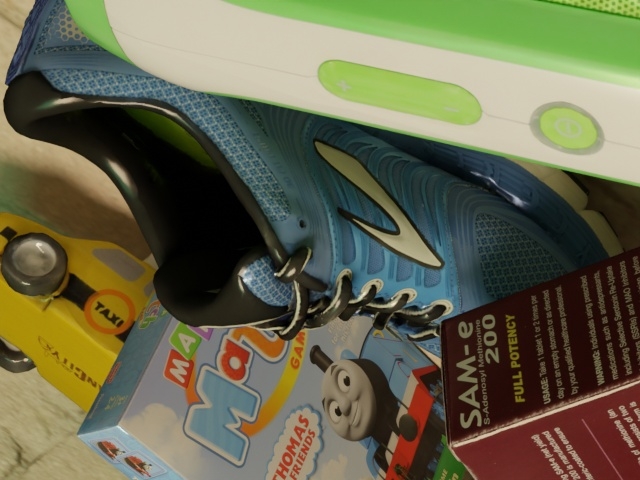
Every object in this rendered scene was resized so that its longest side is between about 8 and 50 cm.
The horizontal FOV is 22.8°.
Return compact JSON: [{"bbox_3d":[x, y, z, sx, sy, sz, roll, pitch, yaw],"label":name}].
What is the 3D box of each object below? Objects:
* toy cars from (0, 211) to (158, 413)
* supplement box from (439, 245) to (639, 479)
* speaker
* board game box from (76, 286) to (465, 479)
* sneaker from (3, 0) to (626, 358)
[{"bbox_3d":[-0.189,0.039,0.948,0.394,0.087,0.176,7,132,40],"label":"toy cars"},{"bbox_3d":[0.181,0.054,0.616,0.239,0.073,0.130,-22,129,18],"label":"supplement box"},{"bbox_3d":[0.066,-0.090,0.528,0.296,0.131,0.131,14,146,20],"label":"speaker"},{"bbox_3d":[-0.011,0.095,0.825,0.039,0.160,0.211,-19,127,44],"label":"board game box"},{"bbox_3d":[0.000,0.000,0.692,0.330,0.147,0.130,35,148,-15],"label":"sneaker"}]
